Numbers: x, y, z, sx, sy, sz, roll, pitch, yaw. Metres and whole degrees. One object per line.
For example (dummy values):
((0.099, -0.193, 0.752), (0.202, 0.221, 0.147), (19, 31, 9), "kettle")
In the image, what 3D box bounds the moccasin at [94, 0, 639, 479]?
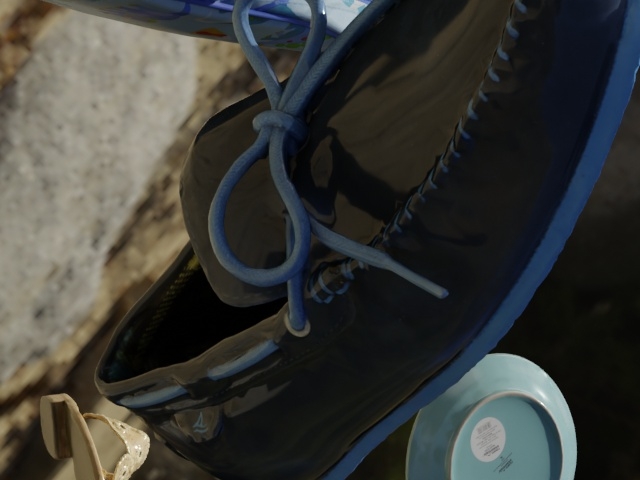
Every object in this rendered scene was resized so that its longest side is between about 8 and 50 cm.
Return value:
((0.000, 0.000, 0.657), (0.342, 0.117, 0.137), (122, -18, -45), "moccasin")

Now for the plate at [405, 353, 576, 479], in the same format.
((0.155, 0.192, 1.571), (0.188, 0.188, 0.024), (-48, -154, -21), "plate")

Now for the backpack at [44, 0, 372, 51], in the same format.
((-0.096, -0.224, 0.978), (0.355, 0.273, 0.290), (-17, -158, -42), "backpack")

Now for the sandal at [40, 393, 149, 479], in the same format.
((-0.206, 0.194, 1.751), (0.079, 0.088, 0.240), (-7, -166, -20), "sandal")
